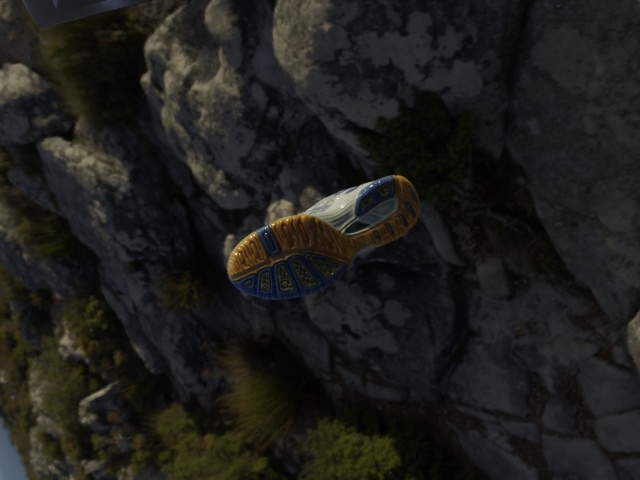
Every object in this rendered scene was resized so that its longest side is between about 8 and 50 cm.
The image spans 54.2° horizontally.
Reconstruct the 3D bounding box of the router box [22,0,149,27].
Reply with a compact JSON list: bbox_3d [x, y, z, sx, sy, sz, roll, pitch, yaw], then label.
[{"bbox_3d":[-0.183,-0.302,0.463,0.309,0.081,0.242,10,135,42],"label":"router box"}]

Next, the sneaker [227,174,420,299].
[{"bbox_3d":[0.000,0.000,0.905,0.131,0.297,0.111,0,111,69],"label":"sneaker"}]
